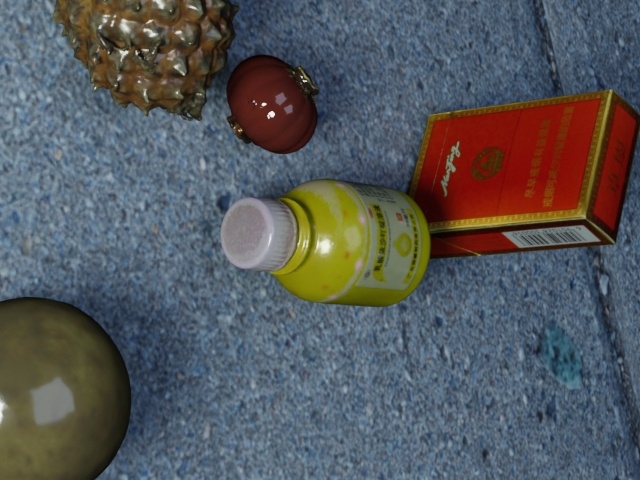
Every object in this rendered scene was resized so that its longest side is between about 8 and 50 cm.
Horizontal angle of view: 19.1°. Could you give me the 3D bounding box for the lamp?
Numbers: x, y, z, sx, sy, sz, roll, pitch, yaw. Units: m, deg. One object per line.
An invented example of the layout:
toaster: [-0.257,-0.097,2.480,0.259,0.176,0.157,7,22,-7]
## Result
lamp: [-0.046,-0.130,1.810,0.101,0.090,0.101,54,11,-15]

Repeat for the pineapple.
pineapple: [-0.144,-0.184,1.651,0.166,0.166,0.193,-54,129,-38]

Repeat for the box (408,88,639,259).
box: [0.207,-0.066,1.985,0.074,0.239,0.153,32,63,-43]

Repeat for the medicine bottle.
medicine bottle: [0.000,0.000,1.825,0.212,0.122,0.122,6,81,-49]

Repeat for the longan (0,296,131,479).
longan: [-0.235,0.145,1.506,0.185,0.159,0.204,-4,106,-52]
